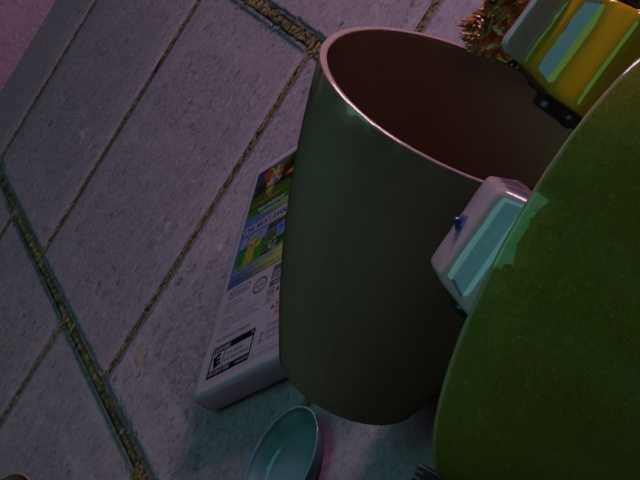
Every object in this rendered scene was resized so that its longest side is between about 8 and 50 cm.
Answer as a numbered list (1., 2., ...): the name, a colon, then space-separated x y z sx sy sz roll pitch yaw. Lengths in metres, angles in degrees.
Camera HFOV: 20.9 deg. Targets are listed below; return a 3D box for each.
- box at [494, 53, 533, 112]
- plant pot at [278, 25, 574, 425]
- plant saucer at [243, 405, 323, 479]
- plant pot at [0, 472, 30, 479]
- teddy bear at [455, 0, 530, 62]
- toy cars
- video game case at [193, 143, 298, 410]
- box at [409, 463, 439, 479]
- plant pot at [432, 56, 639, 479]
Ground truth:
1. box: 0.193 -0.186 1.572 0.087 0.058 0.232 -31 37 49
2. plant pot: 0.071 0.008 1.415 0.256 0.256 0.274 -105 34 -57
3. plant saucer: -0.031 0.213 1.612 0.119 0.021 0.119 -43 30 32
4. plant pot: -0.342 0.354 1.776 0.236 0.032 0.236 -43 31 33
5. teddy bear: 0.227 -0.271 1.499 0.245 0.113 0.338 -16 42 11
6. toy cars: 0.142 -0.066 1.140 0.176 0.087 0.394 -47 12 47
7. video game case: 0.000 0.000 1.770 0.329 0.036 0.300 -30 39 50
8. box: 0.181 0.223 0.958 0.060 0.216 0.270 -63 25 -4
9. plant pot: 0.253 0.082 0.872 0.293 0.275 0.275 31 91 23
